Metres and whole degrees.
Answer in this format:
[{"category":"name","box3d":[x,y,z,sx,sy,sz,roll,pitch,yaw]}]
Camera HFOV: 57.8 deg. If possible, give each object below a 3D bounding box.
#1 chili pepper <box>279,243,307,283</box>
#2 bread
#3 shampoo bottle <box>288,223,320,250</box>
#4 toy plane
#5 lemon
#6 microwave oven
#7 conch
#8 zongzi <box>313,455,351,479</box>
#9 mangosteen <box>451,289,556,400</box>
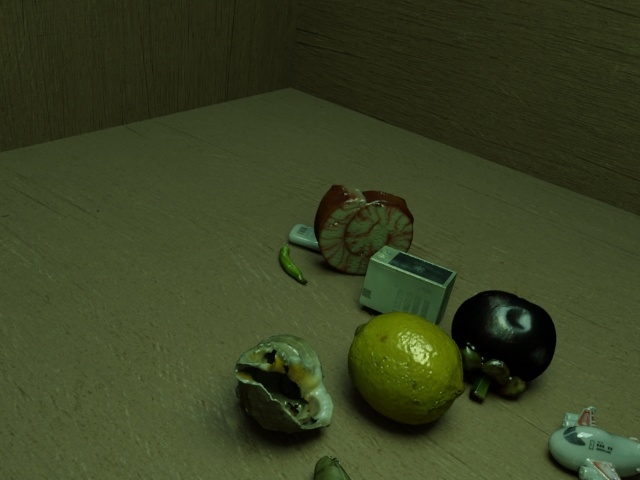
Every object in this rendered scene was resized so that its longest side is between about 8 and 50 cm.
[{"category":"chili pepper","box3d":[-0.102,0.082,1.930,0.049,0.043,0.208,19,26,-35]},{"category":"bread","box3d":[0.141,-0.029,1.918,0.328,0.295,0.114,7,30,-14]},{"category":"shampoo bottle","box3d":[0.000,0.000,2.074,0.221,0.051,0.108,17,31,14]},{"category":"toy plane","box3d":[0.663,0.492,1.357,0.252,0.118,0.252,4,29,-2]},{"category":"lemon","box3d":[0.202,0.305,1.417,0.310,0.258,0.258,31,37,28]},{"category":"microwave oven","box3d":[0.264,0.150,1.758,0.240,0.194,0.145,21,28,20]},{"category":"conch","box3d":[-0.099,0.346,1.344,0.263,0.186,0.324,46,19,29]},{"category":"zongzi","box3d":[0.068,0.530,1.191,0.176,0.078,0.160,16,30,-6]},{"category":"mangosteen","box3d":[0.476,0.288,1.556,0.275,0.275,0.302,22,69,21]}]
